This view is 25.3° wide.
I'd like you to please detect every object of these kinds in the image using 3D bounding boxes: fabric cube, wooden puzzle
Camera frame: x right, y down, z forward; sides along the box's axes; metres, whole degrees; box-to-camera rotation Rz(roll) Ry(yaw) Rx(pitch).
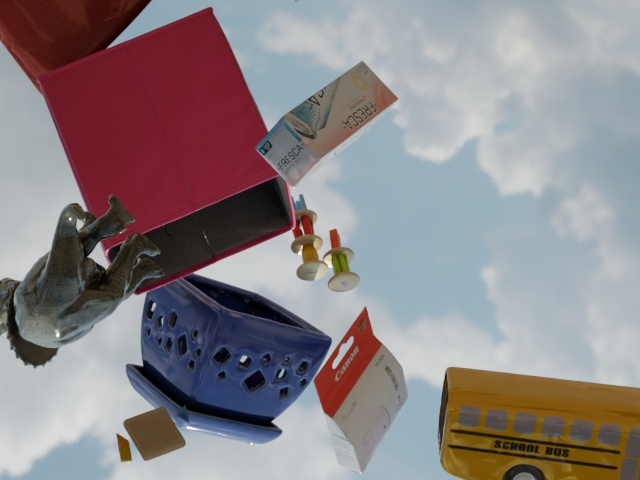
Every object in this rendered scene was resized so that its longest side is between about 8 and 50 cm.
[{"bbox_3d":[-0.203,-0.113,1.932,0.254,0.259,0.258,83,162,-75],"label":"fabric cube"},{"bbox_3d":[-0.235,0.274,2.008,0.116,0.014,0.078,-12,-129,-22],"label":"wooden puzzle"}]

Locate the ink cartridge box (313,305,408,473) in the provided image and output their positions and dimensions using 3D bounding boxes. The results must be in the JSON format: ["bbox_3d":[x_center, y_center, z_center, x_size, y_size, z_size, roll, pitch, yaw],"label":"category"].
[{"bbox_3d":[0.075,0.260,2.461,0.066,0.232,0.189,18,-128,25],"label":"ink cartridge box"}]

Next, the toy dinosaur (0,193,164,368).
[{"bbox_3d":[-0.230,0.047,1.317,0.121,0.160,0.313,42,162,-11],"label":"toy dinosaur"}]

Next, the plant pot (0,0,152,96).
[{"bbox_3d":[-0.343,-0.403,1.990,0.267,0.236,0.267,55,-164,-22],"label":"plant pot"}]

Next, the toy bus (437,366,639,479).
[{"bbox_3d":[0.310,0.242,1.720,0.333,0.130,0.108,6,-164,1],"label":"toy bus"}]

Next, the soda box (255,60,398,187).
[{"bbox_3d":[0.010,-0.127,1.526,0.063,0.058,0.183,46,-141,2],"label":"soda box"}]

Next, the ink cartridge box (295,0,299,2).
[{"bbox_3d":[0.004,-0.411,1.943,0.063,0.150,0.109,46,-158,-47],"label":"ink cartridge box"}]

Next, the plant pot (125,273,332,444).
[{"bbox_3d":[-0.161,0.190,2.271,0.236,0.212,0.236,18,-173,-39],"label":"plant pot"}]

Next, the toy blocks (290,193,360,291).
[{"bbox_3d":[0.000,0.000,2.285,0.123,0.054,0.148,21,-136,-40],"label":"toy blocks"}]
